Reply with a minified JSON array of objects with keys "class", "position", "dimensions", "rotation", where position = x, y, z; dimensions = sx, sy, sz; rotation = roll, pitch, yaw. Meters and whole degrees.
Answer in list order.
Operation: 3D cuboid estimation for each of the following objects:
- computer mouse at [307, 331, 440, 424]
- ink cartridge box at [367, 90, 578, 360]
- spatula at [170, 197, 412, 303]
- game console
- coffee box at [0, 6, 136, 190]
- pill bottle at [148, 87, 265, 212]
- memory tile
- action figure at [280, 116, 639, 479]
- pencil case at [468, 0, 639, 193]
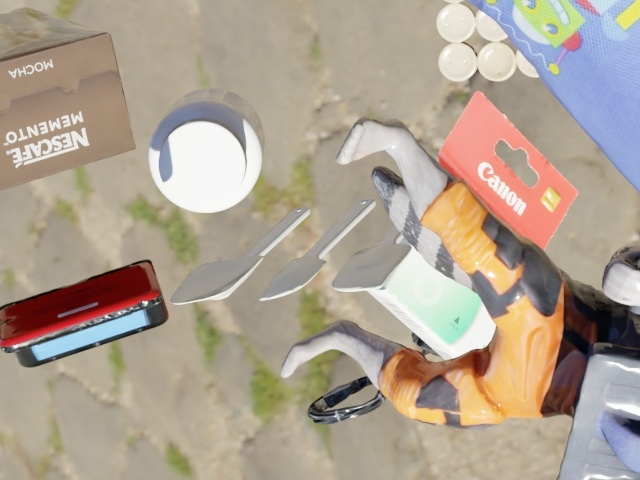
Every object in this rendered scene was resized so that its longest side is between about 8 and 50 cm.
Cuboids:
[{"class":"computer mouse","position":[0.088,0.107,1.603],"dimensions":[0.071,0.242,0.041],"rotation":[35,154,56]},{"class":"ink cartridge box","position":[0.158,0.000,1.524],"dimensions":[0.181,0.224,0.056],"rotation":[41,167,-33]},{"class":"spatula","position":[0.000,0.000,1.228],"dimensions":[0.168,0.242,0.019],"rotation":[-10,106,22]},{"class":"game console","position":[-0.203,0.081,1.411],"dimensions":[0.124,0.144,0.085],"rotation":[-123,15,-66]},{"class":"coffee box","position":[-0.314,-0.145,1.585],"dimensions":[0.297,0.168,0.119],"rotation":[28,132,63]},{"class":"pill bottle","position":[-0.124,-0.097,1.761],"dimensions":[0.221,0.124,0.124],"rotation":[-93,-3,-78]},{"class":"memory tile","position":[0.179,-0.204,1.478],"dimensions":[0.148,0.012,0.113],"rotation":[-2,103,15]},{"class":"action figure","position":[0.166,0.023,0.924],"dimensions":[0.330,0.178,0.341],"rotation":[23,118,9]},{"class":"pencil case","position":[0.198,-0.051,0.692],"dimensions":[0.306,0.133,0.119],"rotation":[47,139,0]}]
